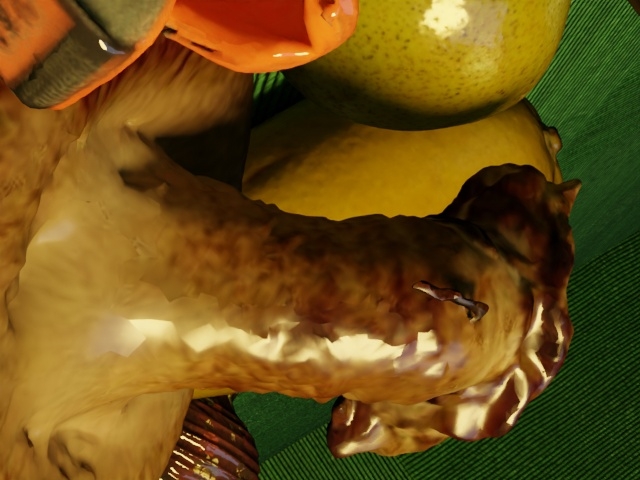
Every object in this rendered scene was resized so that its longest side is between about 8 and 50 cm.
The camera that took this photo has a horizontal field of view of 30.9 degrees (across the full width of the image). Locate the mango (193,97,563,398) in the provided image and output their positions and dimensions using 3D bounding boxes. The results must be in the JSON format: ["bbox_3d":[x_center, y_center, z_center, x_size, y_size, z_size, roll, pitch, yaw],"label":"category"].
[{"bbox_3d":[0.000,0.000,0.975,0.445,0.220,0.301,-22,168,-13],"label":"mango"}]

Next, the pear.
[{"bbox_3d":[0.053,-0.158,0.658,0.198,0.198,0.198,-33,165,-10],"label":"pear"}]

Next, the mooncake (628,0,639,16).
[{"bbox_3d":[0.399,-0.200,0.796,0.262,0.467,0.467,-43,164,3],"label":"mooncake"}]

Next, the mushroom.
[{"bbox_3d":[-0.097,0.033,0.530,0.331,0.356,0.334,-56,168,12],"label":"mushroom"}]

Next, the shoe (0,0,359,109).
[{"bbox_3d":[-0.103,-0.119,0.326,0.132,0.171,0.336,-29,154,34],"label":"shoe"}]

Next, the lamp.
[{"bbox_3d":[-0.175,0.220,1.237,0.247,0.247,0.247,-33,165,-10],"label":"lamp"}]
